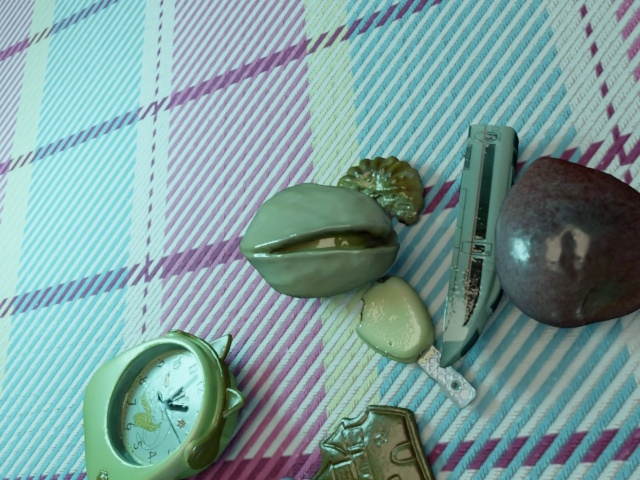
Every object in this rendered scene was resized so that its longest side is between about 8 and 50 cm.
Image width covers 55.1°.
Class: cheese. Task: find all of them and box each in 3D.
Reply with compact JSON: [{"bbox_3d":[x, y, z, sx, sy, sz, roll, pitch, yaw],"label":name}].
[{"bbox_3d":[0.157,0.175,1.023,0.127,0.050,0.255,-45,58,5],"label":"cheese"}]

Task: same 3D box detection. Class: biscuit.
[{"bbox_3d":[0.073,0.373,1.008,0.215,0.034,0.182,-27,61,19],"label":"biscuit"},{"bbox_3d":[0.114,-0.108,1.147,0.183,0.061,0.118,20,81,34],"label":"biscuit"}]

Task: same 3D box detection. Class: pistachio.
[{"bbox_3d":[0.000,0.000,1.077,0.331,0.226,0.208,-1,93,40],"label":"pistachio"}]

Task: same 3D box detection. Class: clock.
[{"bbox_3d":[-0.285,0.322,1.163,0.348,0.117,0.286,-30,52,13],"label":"clock"}]

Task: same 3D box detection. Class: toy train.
[{"bbox_3d":[0.259,0.010,0.994,0.088,0.086,0.407,6,72,18],"label":"toy train"}]

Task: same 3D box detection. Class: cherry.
[{"bbox_3d":[0.363,0.005,0.888,0.239,0.206,0.239,-17,36,13],"label":"cherry"}]

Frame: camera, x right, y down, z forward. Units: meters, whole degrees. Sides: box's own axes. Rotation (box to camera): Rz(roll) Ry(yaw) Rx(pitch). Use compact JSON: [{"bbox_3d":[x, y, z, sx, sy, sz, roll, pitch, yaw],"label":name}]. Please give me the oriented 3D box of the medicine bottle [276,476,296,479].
[{"bbox_3d":[-0.098,0.541,0.919,0.241,0.241,0.302,-26,70,19],"label":"medicine bottle"}]
